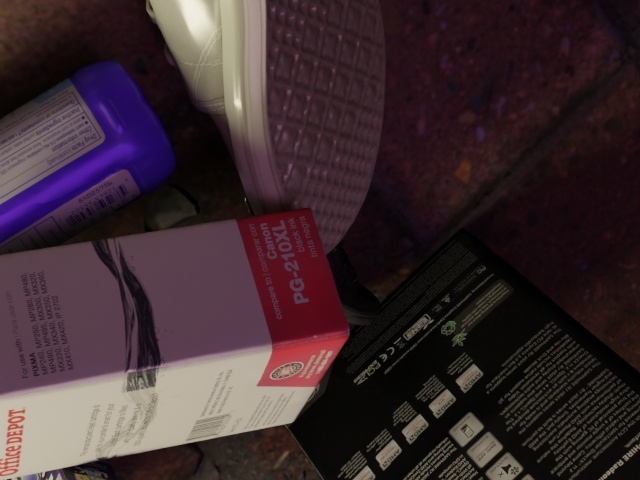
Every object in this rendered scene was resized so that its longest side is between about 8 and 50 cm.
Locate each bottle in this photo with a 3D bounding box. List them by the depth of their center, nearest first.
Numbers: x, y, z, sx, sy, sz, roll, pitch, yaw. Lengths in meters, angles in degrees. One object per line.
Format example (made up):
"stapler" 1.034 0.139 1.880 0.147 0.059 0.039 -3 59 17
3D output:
"bottle" -0.234 -0.013 0.858 0.282 0.118 0.092 -32 88 -7

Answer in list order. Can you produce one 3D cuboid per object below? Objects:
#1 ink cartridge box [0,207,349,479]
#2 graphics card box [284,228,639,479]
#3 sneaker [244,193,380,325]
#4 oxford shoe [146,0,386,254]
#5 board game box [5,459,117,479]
"ink cartridge box" -0.122 0.073 0.859 0.237 0.100 0.172 -9 156 -19
"graphics card box" 0.131 0.162 0.967 0.233 0.371 0.094 -44 124 -1
"sneaker" -0.001 -0.001 1.015 0.170 0.051 0.089 28 104 -29
"oxford shoe" -0.060 -0.185 0.852 0.169 0.130 0.449 -53 137 -40
"board game box" -0.216 0.217 0.968 0.048 0.141 0.170 19 106 -31
